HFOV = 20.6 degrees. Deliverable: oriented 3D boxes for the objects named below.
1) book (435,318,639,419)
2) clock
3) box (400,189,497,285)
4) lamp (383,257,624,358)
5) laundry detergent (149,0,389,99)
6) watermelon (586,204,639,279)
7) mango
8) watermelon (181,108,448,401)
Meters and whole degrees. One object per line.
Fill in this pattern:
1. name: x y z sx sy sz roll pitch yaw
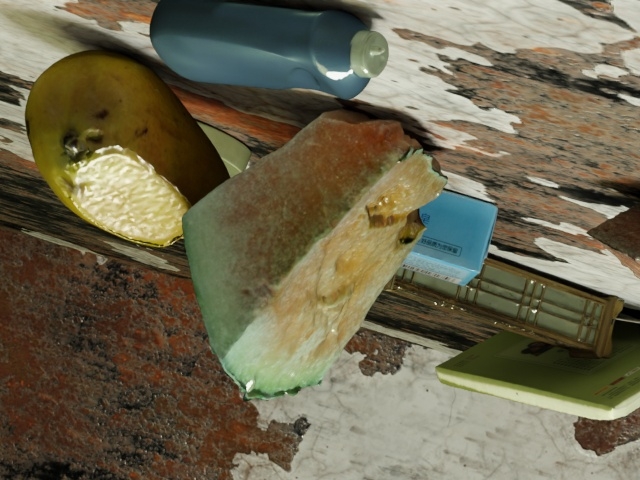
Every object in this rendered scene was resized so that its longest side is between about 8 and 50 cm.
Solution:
1. book: 0.354 0.162 2.391 0.239 0.035 0.352 -25 -162 -32
2. clock: -0.194 -0.124 2.016 0.235 0.029 0.235 18 173 2
3. box: 0.070 -0.024 1.948 0.232 0.083 0.142 18 173 1
4. lamp: 0.225 0.068 2.270 0.325 0.089 0.090 18 172 -18
5. laundry detergent: -0.030 -0.147 1.335 0.206 0.061 0.096 10 162 38
6. watermelon: 0.373 0.035 1.623 0.256 0.140 0.193 29 174 -17
7. mango: -0.178 -0.082 1.704 0.130 0.167 0.262 -23 137 24
8. watermelon: -0.014 -0.004 1.717 0.151 0.302 0.264 41 -171 21
